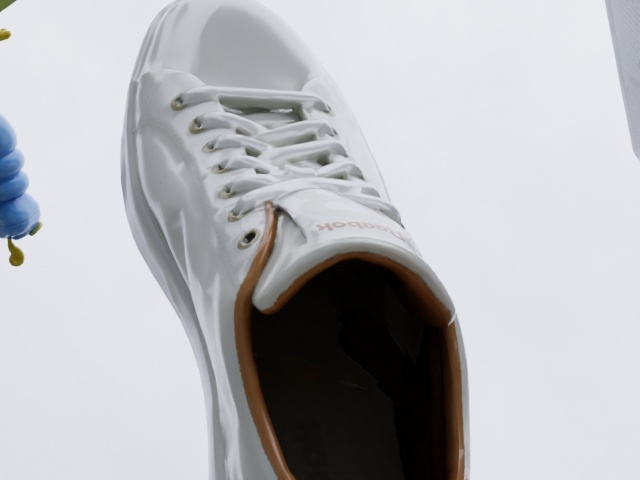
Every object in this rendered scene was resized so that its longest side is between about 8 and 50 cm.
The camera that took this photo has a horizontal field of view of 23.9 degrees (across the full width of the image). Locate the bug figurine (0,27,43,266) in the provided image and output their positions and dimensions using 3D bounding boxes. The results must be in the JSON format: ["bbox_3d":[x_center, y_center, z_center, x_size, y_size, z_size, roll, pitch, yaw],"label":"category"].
[{"bbox_3d":[-0.246,-0.114,1.017,0.279,0.072,0.216,-138,-147,-61],"label":"bug figurine"}]

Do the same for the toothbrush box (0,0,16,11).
[{"bbox_3d":[-0.204,-0.314,1.144,0.283,0.206,0.122,-22,-49,40],"label":"toothbrush box"}]

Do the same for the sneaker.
[{"bbox_3d":[0.000,0.000,0.532,0.105,0.290,0.123,-1,-36,-21],"label":"sneaker"}]

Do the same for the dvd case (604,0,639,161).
[{"bbox_3d":[0.175,-0.039,0.622,0.180,0.022,0.253,58,0,30],"label":"dvd case"}]
